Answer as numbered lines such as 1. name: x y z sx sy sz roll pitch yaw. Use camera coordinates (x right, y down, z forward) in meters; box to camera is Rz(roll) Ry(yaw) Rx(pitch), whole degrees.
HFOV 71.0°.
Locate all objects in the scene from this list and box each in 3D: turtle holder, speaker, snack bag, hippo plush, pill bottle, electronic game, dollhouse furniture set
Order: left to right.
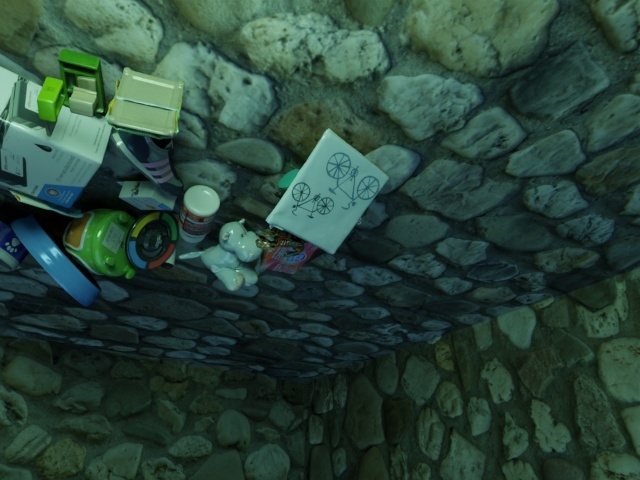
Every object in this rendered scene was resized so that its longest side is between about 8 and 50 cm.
1. turtle holder: -0.776 0.004 1.651 0.227 0.244 0.320 7 -175 12
2. dollhouse furniture set: -0.502 -0.317 1.118 0.301 0.198 0.151 10 146 -17
3. electronic game: -0.611 -0.001 1.635 0.048 0.230 0.229 18 158 26
4. speaker: -0.597 0.041 1.774 0.055 0.136 0.055 -1 149 0
5. pill bottle: -0.435 -0.086 1.584 0.121 0.121 0.221 11 147 -20
6. hippo plush: -0.332 0.022 1.743 0.294 0.234 0.237 36 120 0
7. snack bag: 0.031 -0.135 1.431 0.323 0.037 0.343 27 102 -41

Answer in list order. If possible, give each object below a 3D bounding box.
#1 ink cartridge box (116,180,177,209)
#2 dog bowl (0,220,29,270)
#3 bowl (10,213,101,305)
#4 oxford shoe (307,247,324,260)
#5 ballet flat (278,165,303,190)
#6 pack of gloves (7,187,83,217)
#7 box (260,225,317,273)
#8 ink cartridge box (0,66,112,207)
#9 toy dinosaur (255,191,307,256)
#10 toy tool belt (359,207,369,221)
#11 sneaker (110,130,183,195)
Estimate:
1. ink cartridge box: -0.581 -0.147 1.481 0.181 0.062 0.104 3 160 24
2. dog bowl: -1.185 -0.007 1.600 0.264 0.104 0.265 20 152 11
3. bowl: -0.948 0.069 1.635 0.077 0.391 0.391 -41 156 -20
4. oxford shoe: 0.000 0.000 1.803 0.098 0.097 0.271 -7 160 -32
5. ballet flat: -0.047 -0.209 1.452 0.203 0.074 0.074 -29 140 34
6. pack of gloves: -0.857 -0.153 1.395 0.046 0.195 0.232 -53 156 2
7. box: -0.112 -0.003 1.719 0.153 0.142 0.300 12 147 -23
8. ink cartridge box: -0.813 -0.279 1.196 0.394 0.167 0.285 24 141 -35
9. toy dinosaur: -0.073 -0.064 1.513 0.164 0.219 0.321 -2 -167 42
10. toy tool belt: 0.138 -0.105 1.663 0.083 0.052 0.051 13 115 -29
11. sneaker: -0.474 -0.243 1.345 0.131 0.112 0.319 -37 157 -1
